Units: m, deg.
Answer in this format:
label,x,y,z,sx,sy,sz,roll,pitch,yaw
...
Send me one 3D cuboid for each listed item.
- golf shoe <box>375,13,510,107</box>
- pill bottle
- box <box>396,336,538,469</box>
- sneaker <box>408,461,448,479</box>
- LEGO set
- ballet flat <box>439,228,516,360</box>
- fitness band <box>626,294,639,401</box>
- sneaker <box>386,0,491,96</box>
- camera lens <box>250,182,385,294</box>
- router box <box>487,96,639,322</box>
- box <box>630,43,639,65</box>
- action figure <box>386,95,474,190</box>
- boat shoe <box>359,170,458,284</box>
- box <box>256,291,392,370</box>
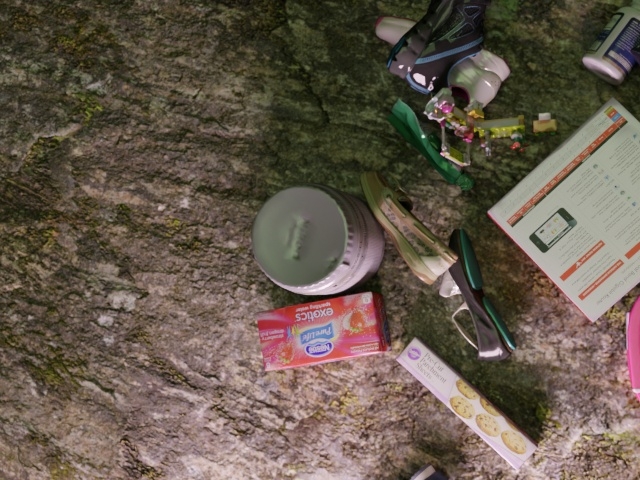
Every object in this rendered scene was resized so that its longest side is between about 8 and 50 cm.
label,x,y,z,sx,sy,sz,roll,pitch,yaw
golf shoe,0.237,-0.373,1.826,0.306,0.115,0.140,27,95,18
pill bottle,0.609,-0.403,1.732,0.094,0.094,0.169,38,95,16
box,0.295,0.325,1.758,0.324,0.063,0.067,43,95,15
sneaker,0.160,0.606,1.741,0.131,0.112,0.319,39,96,19
LEGO set,0.336,-0.210,1.755,0.287,0.132,0.107,11,65,-18
ballet flat,0.299,0.117,1.767,0.096,0.095,0.280,-26,78,20
fitness band,0.696,0.210,1.665,0.209,0.054,0.291,-3,84,15
sneaker,0.278,-0.443,1.719,0.139,0.125,0.341,35,102,-10
camera lens,0.000,0.000,1.761,0.219,0.274,0.219,-1,86,18
router box,0.554,-0.058,1.717,0.335,0.082,0.301,-43,75,8
box,0.710,-0.343,1.663,0.156,0.093,0.158,-37,111,9
action figure,0.237,-0.194,1.814,0.063,0.137,0.232,-39,84,-4
boat shoe,0.179,-0.043,1.793,0.089,0.104,0.285,-39,65,17
box,0.009,0.191,1.820,0.257,0.122,0.128,-11,82,14
